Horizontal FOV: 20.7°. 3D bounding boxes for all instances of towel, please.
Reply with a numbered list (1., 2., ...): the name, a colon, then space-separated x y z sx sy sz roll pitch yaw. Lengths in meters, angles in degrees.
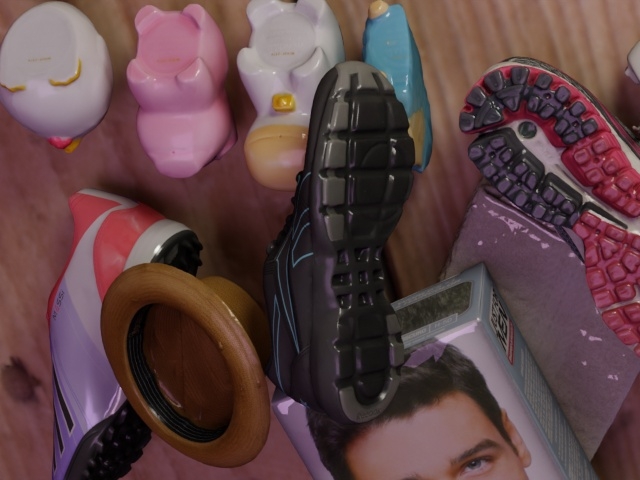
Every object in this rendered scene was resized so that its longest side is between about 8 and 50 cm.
1. towel: 0.170 0.089 1.459 0.187 0.049 0.282 26 123 6

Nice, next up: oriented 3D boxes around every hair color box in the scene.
1. hair color box: 0.132 0.226 1.434 0.185 0.113 0.374 -24 107 16

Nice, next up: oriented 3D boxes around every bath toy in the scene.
1. bath toy: -0.089 -0.113 1.400 0.348 0.151 0.129 4 160 16

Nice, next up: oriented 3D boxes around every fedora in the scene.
1. fedora: -0.093 0.092 1.435 0.194 0.079 0.194 24 131 30

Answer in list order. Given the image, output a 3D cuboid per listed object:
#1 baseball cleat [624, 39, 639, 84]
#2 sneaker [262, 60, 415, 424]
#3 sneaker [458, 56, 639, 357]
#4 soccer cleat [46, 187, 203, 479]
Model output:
1. baseball cleat: 0.319 -0.082 1.304 0.109 0.072 0.206 -37 105 24
2. sneaker: 0.000 0.000 1.295 0.106 0.101 0.267 10 99 45
3. sneaker: 0.234 -0.025 1.322 0.121 0.112 0.299 -38 93 22
4. soccer cleat: -0.198 0.099 1.565 0.116 0.108 0.318 31 123 21
